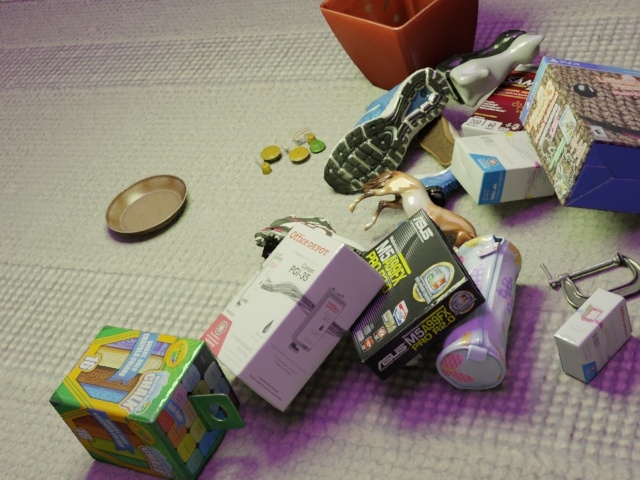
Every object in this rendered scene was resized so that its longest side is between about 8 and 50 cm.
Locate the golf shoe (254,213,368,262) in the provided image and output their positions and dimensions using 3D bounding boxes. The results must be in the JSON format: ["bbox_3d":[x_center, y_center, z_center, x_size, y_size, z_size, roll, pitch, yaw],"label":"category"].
[{"bbox_3d":[0.000,0.000,1.951,0.273,0.105,0.120,14,44,35],"label":"golf shoe"}]

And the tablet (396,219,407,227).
[{"bbox_3d":[0.181,-0.015,1.956,0.054,0.006,0.083,-17,40,5],"label":"tablet"}]

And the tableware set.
[{"bbox_3d":[-0.070,-0.198,2.275,0.154,0.024,0.104,-29,43,-11],"label":"tableware set"}]

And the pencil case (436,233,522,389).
[{"bbox_3d":[0.268,0.116,1.673,0.113,0.124,0.273,25,48,-7],"label":"pencil case"}]

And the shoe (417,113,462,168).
[{"bbox_3d":[0.260,-0.200,2.103,0.076,0.058,0.219,-45,31,17],"label":"shoe"}]

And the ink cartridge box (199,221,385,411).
[{"bbox_3d":[-0.051,0.122,1.722,0.283,0.117,0.207,-51,27,-7],"label":"ink cartridge box"}]

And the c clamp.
[{"bbox_3d":[0.471,0.060,1.723,0.160,0.022,0.137,-16,39,8],"label":"c clamp"}]

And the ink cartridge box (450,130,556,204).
[{"bbox_3d":[0.383,-0.145,1.924,0.231,0.078,0.134,-7,36,-16],"label":"ink cartridge box"}]

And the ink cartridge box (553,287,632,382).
[{"bbox_3d":[0.432,0.149,1.584,0.122,0.088,0.052,-40,39,-22],"label":"ink cartridge box"}]

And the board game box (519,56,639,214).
[{"bbox_3d":[0.525,-0.189,1.819,0.232,0.141,0.291,6,38,-13],"label":"board game box"}]

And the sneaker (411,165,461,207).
[{"bbox_3d":[0.250,-0.103,1.987,0.152,0.058,0.085,-12,42,8],"label":"sneaker"}]

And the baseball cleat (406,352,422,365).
[{"bbox_3d":[0.139,0.134,1.753,0.109,0.072,0.206,-12,36,23],"label":"baseball cleat"}]

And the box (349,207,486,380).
[{"bbox_3d":[0.140,0.084,1.699,0.216,0.060,0.270,-40,28,11],"label":"box"}]

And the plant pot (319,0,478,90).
[{"bbox_3d":[0.203,-0.480,2.303,0.267,0.236,0.267,-40,43,-22],"label":"plant pot"}]

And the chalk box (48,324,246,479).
[{"bbox_3d":[-0.266,0.278,1.686,0.289,0.180,0.179,6,46,31],"label":"chalk box"}]

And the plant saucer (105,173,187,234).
[{"bbox_3d":[-0.387,-0.074,2.264,0.198,0.036,0.199,-13,40,11],"label":"plant saucer"}]

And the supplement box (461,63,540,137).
[{"bbox_3d":[0.416,-0.271,2.092,0.130,0.073,0.239,17,51,38],"label":"supplement box"}]

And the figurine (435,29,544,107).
[{"bbox_3d":[0.371,-0.387,2.155,0.209,0.092,0.215,-33,16,3],"label":"figurine"}]

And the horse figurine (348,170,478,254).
[{"bbox_3d":[0.166,-0.051,1.926,0.174,0.066,0.263,-36,56,6],"label":"horse figurine"}]

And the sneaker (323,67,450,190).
[{"bbox_3d":[0.135,-0.228,2.151,0.330,0.130,0.147,-43,9,-8],"label":"sneaker"}]
